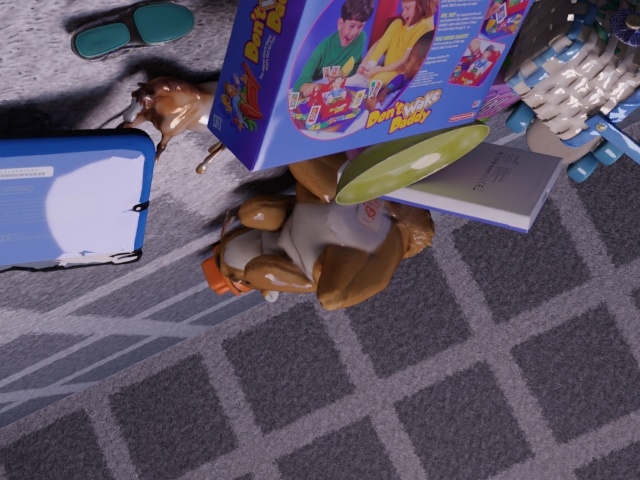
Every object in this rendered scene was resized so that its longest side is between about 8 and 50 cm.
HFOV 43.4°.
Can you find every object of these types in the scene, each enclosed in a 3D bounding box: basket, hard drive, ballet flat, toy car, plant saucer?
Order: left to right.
[{"bbox_3d":[-0.171,-0.189,0.723,0.114,0.041,0.041,-21,170,-23],"label":"ballet flat"},{"bbox_3d":[0.124,-0.120,1.150,0.240,0.037,0.241,-24,171,-4],"label":"plant saucer"},{"bbox_3d":[0.217,-0.113,1.338,0.318,0.040,0.210,15,-143,23],"label":"hard drive"},{"bbox_3d":[0.581,-0.298,1.788,0.238,0.219,0.210,-53,-178,-23],"label":"toy car"},{"bbox_3d":[0.412,-0.232,1.100,0.201,0.288,0.255,-34,-148,53],"label":"basket"}]

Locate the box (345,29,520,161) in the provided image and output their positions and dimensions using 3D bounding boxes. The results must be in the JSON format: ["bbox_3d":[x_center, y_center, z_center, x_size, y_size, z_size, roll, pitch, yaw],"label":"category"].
[{"bbox_3d":[0.171,-0.219,1.201,0.213,0.117,0.243,-17,167,-44],"label":"box"}]

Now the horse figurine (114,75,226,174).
[{"bbox_3d":[-0.140,-0.139,0.949,0.263,0.066,0.174,-6,153,-43],"label":"horse figurine"}]

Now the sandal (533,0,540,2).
[{"bbox_3d":[0.385,-0.374,0.917,0.445,0.107,0.167,-16,-165,15],"label":"sandal"}]

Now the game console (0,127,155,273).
[{"bbox_3d":[-0.358,-0.046,0.891,0.293,0.173,0.250,-7,132,-30],"label":"game console"}]

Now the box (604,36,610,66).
[{"bbox_3d":[0.578,-0.387,1.555,0.179,0.043,0.105,-30,161,16],"label":"box"}]

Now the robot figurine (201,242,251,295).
[{"bbox_3d":[-0.150,0.040,1.780,0.219,0.158,0.128,-25,-150,1],"label":"robot figurine"}]

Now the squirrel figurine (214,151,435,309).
[{"bbox_3d":[0.000,0.000,1.547,0.396,0.281,0.370,-14,172,-41],"label":"squirrel figurine"}]

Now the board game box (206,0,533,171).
[{"bbox_3d":[0.072,-0.211,0.800,0.347,0.078,0.233,-17,141,-41],"label":"board game box"}]
